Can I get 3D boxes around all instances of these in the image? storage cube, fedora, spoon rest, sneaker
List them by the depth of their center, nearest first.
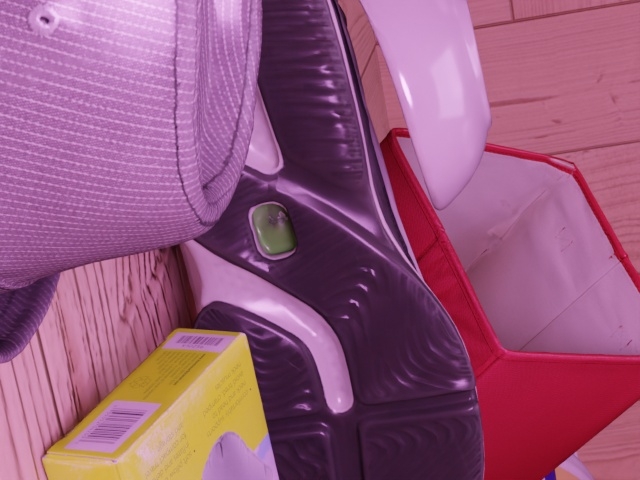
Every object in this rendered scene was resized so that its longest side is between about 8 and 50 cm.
[{"bbox_3d":[-0.089,-0.102,0.455,0.244,0.124,0.276,35,48,-80],"label":"fedora"},{"bbox_3d":[0.031,-0.150,0.735,0.137,0.084,0.277,5,74,-83],"label":"spoon rest"},{"bbox_3d":[0.001,-0.001,0.827,0.257,0.169,0.448,-72,151,-68],"label":"sneaker"},{"bbox_3d":[0.093,0.060,0.968,0.215,0.193,0.184,5,48,-39],"label":"storage cube"}]

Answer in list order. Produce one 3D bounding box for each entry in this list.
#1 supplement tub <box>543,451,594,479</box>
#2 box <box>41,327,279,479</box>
[{"bbox_3d":[0.118,0.294,1.102,0.331,0.241,0.241,-90,169,-46],"label":"supplement tub"},{"bbox_3d":[-0.056,0.142,0.618,0.109,0.042,0.178,-45,130,-53],"label":"box"}]
